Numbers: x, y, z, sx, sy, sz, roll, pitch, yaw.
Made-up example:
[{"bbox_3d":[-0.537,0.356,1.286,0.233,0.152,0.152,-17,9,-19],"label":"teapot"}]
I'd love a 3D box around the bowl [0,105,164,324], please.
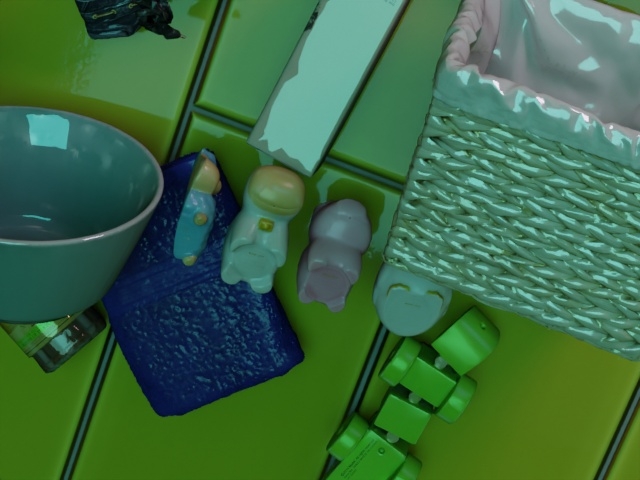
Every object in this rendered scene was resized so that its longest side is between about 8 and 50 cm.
[{"bbox_3d":[-0.347,-0.016,1.568,0.312,0.311,0.163,13,122,5],"label":"bowl"}]

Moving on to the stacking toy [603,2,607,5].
[{"bbox_3d":[0.454,-0.232,1.576,0.167,0.052,0.221,-36,101,19],"label":"stacking toy"}]

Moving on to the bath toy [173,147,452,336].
[{"bbox_3d":[0.000,0.000,1.621,0.348,0.129,0.151,21,123,-11],"label":"bath toy"}]

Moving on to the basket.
[{"bbox_3d":[0.263,-0.094,1.467,0.331,0.328,0.266,22,123,2],"label":"basket"}]

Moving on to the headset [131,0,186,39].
[{"bbox_3d":[-0.093,-0.408,1.532,0.243,0.185,0.394,33,92,-3],"label":"headset"}]

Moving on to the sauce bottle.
[{"bbox_3d":[-0.426,0.015,1.720,0.111,0.111,0.344,-41,95,14],"label":"sauce bottle"}]

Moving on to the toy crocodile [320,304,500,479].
[{"bbox_3d":[0.104,0.224,1.710,0.115,0.105,0.340,33,109,0],"label":"toy crocodile"}]

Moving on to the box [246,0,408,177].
[{"bbox_3d":[0.019,-0.221,1.606,0.094,0.113,0.275,29,104,1],"label":"box"}]

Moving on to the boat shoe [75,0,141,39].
[{"bbox_3d":[-0.213,-0.310,1.646,0.183,0.065,0.083,-17,134,-5],"label":"boat shoe"}]

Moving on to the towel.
[{"bbox_3d":[-0.174,0.057,1.719,0.228,0.076,0.308,-22,97,15],"label":"towel"}]
